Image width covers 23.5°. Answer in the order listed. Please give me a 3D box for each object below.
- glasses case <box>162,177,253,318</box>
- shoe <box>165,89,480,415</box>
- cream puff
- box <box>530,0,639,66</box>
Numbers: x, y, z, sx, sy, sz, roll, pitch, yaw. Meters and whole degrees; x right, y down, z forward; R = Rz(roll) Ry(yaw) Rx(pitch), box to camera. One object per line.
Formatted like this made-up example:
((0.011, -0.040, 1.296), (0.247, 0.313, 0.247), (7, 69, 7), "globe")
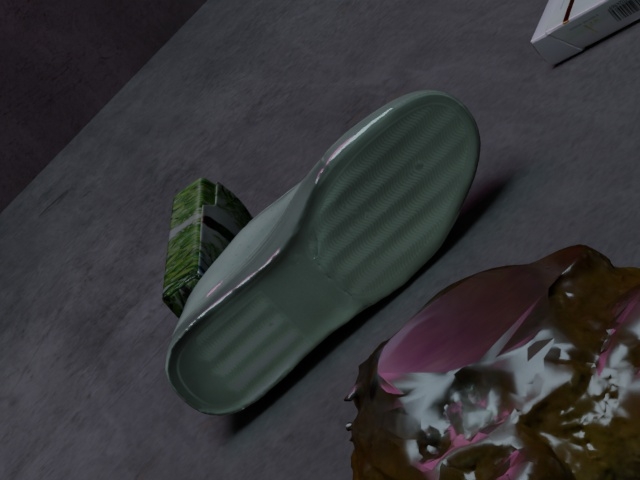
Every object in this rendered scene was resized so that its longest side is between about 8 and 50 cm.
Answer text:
((-0.112, 0.021, 1.635), (0.062, 0.095, 0.272), (-36, 21, 11), "glasses case")
((0.000, 0.000, 1.417), (0.363, 0.132, 0.160), (-46, 14, 8), "shoe")
((0.118, 0.111, 0.891), (0.241, 0.155, 0.269), (-51, 22, -16), "cream puff")
((0.274, -0.230, 1.452), (0.154, 0.040, 0.084), (-27, 28, 42), "box")
